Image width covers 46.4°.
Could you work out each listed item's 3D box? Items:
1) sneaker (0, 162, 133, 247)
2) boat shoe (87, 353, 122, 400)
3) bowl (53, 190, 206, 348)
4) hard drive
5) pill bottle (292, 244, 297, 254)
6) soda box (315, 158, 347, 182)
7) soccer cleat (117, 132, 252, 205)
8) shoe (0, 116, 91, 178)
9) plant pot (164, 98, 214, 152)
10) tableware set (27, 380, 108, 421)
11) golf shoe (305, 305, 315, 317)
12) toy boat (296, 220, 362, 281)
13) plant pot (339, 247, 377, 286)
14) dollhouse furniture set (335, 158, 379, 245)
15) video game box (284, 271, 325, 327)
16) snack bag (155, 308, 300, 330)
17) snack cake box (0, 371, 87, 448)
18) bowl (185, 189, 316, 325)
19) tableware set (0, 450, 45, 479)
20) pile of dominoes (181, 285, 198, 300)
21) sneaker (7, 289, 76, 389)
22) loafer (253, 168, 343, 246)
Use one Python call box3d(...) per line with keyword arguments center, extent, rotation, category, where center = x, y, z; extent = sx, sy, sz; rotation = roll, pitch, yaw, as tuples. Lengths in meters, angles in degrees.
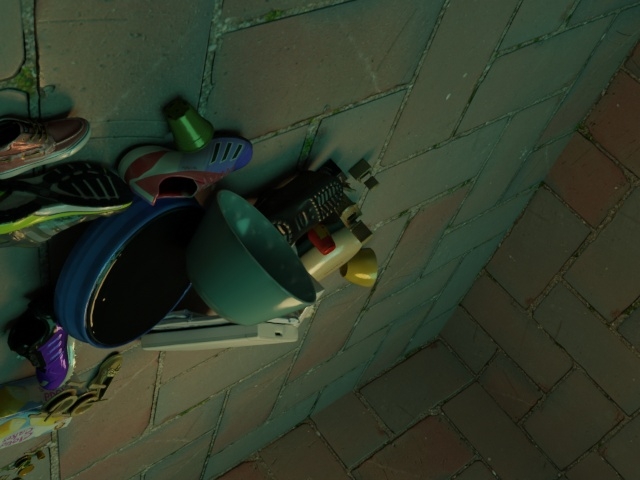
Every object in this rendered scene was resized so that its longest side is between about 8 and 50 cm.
box3d(center=(-0.480, -0.054, 1.326), extent=(0.300, 0.111, 0.121), rotation=(-12, 152, -35), category="sneaker")
box3d(center=(-0.567, 0.363, 1.994), extent=(0.153, 0.048, 0.056), rotation=(-49, 156, 19), category="boat shoe")
box3d(center=(-0.382, 0.061, 1.582), extent=(0.391, 0.077, 0.391), rotation=(-47, 158, -25), category="bowl")
box3d(center=(-0.270, 0.263, 2.021), extent=(0.353, 0.047, 0.233), rotation=(-8, 168, 23), category="hard drive")
box3d(center=(-0.153, 0.065, 1.980), extent=(0.146, 0.146, 0.264), rotation=(-17, 148, -44), category="pill bottle")
box3d(center=(-0.012, -0.134, 1.965), extent=(0.169, 0.053, 0.060), rotation=(-43, 157, 3), category="soda box")
box3d(center=(-0.247, -0.138, 1.502), extent=(0.318, 0.116, 0.108), rotation=(-16, 146, -46), category="soccer cleat")
box3d(center=(-0.455, -0.164, 1.193), extent=(0.178, 0.063, 0.081), rotation=(-28, 160, -18), category="shoe")
box3d(center=(-0.255, -0.222, 1.406), extent=(0.083, 0.083, 0.079), rotation=(-38, 144, -7), category="plant pot")
box3d(center=(-0.587, 0.392, 1.775), extent=(0.128, 0.039, 0.194), rotation=(-40, 163, -1), category="tableware set")
box3d(center=(-0.059, 0.203, 2.515), extent=(0.086, 0.069, 0.176), rotation=(-7, 142, -21), category="golf shoe")
box3d(center=(0.000, 0.000, 2.146), extent=(0.267, 0.148, 0.318), rotation=(-34, 164, -4), category="toy boat")
box3d(center=(0.119, 0.090, 2.510), extent=(0.095, 0.134, 0.134), rotation=(1, 139, -23), category="plant pot")
box3d(center=(0.111, -0.114, 2.027), extent=(0.161, 0.182, 0.101), rotation=(-41, 157, 0), category="dollhouse furniture set")
box3d(center=(-0.109, 0.133, 2.101), extent=(0.048, 0.205, 0.187), rotation=(-23, 153, -51), category="video game box")
box3d(center=(-0.269, 0.209, 1.962), extent=(0.343, 0.037, 0.323), rotation=(-8, 168, 24), category="snack bag")
box3d(center=(-0.716, 0.410, 1.792), extent=(0.264, 0.089, 0.152), rotation=(-10, 141, -51), category="snack cake box")
box3d(center=(-0.169, 0.059, 1.595), extent=(0.163, 0.311, 0.311), rotation=(-39, 158, 12), category="bowl")
box3d(center=(-0.842, 0.654, 2.119), extent=(0.154, 0.024, 0.104), rotation=(-45, 157, 8), category="tableware set")
box3d(center=(-0.342, 0.082, 1.888), extent=(0.251, 0.040, 0.196), rotation=(-13, 146, -35), category="pile of dominoes")
box3d(center=(-0.608, 0.221, 1.616), extent=(0.146, 0.102, 0.293), rotation=(-16, 139, -46), category="sneaker")
box3d(center=(-0.112, -0.053, 1.836), extent=(0.366, 0.130, 0.134), rotation=(-33, 135, -24), category="loafer")
